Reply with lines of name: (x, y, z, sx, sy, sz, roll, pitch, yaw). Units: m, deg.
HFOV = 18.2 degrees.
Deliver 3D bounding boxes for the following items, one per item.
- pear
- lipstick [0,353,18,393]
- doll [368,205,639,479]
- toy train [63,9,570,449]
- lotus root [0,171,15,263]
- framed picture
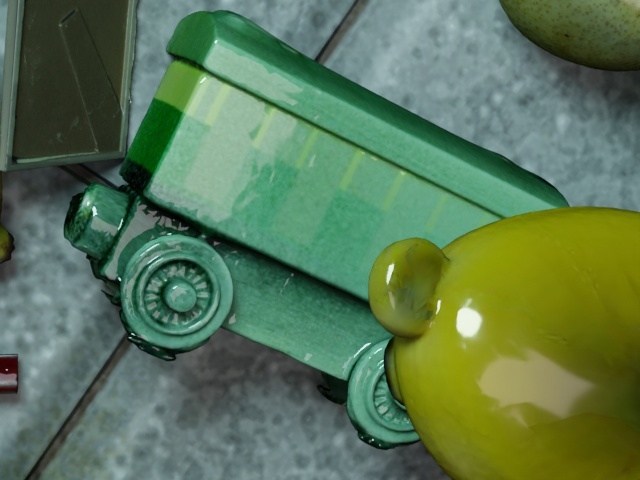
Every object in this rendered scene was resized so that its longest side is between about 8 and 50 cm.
pear: (0.189, -0.187, 1.231, 0.167, 0.136, 0.167, -4, 103, -17)
lipstick: (-0.276, 0.084, 1.234, 0.176, 0.027, 0.027, -1, 103, -13)
doll: (0.233, 0.088, 1.202, 0.348, 0.161, 0.423, -43, 111, -26)
toy train: (0.000, 0.000, 1.234, 0.301, 0.120, 0.202, 26, 93, -19)
lotus root: (-0.232, -0.055, 1.179, 0.108, 0.094, 0.190, -8, 113, 23)
framed picture: (-0.148, -0.118, 1.191, 0.109, 0.011, 0.149, -9, 109, -53)
